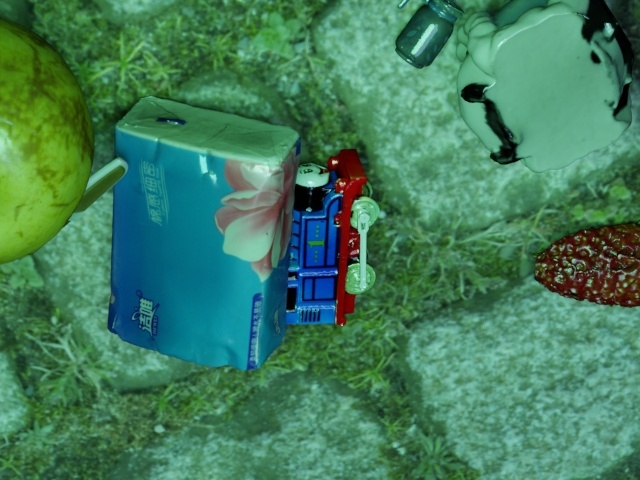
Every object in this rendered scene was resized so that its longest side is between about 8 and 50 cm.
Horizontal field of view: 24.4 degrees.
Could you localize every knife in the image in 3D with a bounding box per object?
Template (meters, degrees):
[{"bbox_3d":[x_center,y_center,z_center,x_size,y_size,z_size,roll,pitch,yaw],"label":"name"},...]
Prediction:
[{"bbox_3d":[-0.277,-0.033,1.644,0.046,0.022,0.256,-8,162,-41],"label":"knife"}]

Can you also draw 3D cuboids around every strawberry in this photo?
[{"bbox_3d":[0.365,0.044,1.857,0.188,0.082,0.121,-6,123,-11],"label":"strawberry"}]

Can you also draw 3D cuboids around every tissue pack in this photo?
[{"bbox_3d":[-0.138,-0.005,1.666,0.209,0.137,0.269,16,120,17],"label":"tissue pack"}]

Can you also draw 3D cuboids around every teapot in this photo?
[{"bbox_3d":[0.118,-0.241,1.673,0.049,0.063,0.083,13,117,-53],"label":"teapot"}]

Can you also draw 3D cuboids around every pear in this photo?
[{"bbox_3d":[-0.365,-0.103,1.527,0.281,0.280,0.280,-5,120,-8],"label":"pear"}]

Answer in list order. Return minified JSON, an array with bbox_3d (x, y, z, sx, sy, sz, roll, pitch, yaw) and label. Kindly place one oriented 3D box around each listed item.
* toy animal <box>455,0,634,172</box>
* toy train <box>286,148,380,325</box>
[{"bbox_3d":[0.243,-0.197,1.653,0.204,0.156,0.208,-27,129,7],"label":"toy animal"},{"bbox_3d":[0.000,0.000,1.760,0.131,0.082,0.204,-1,119,-8],"label":"toy train"}]
